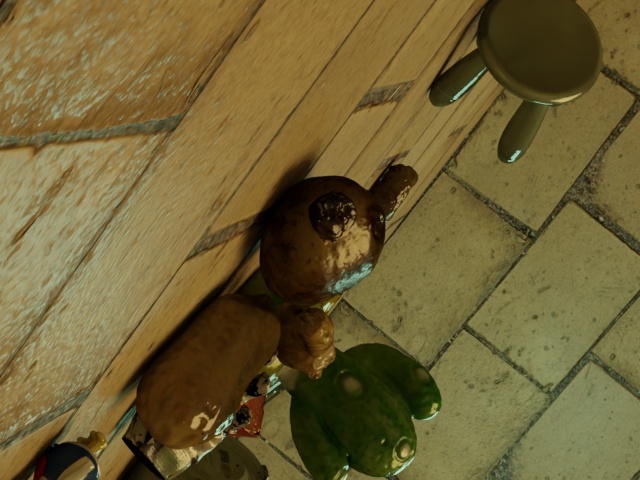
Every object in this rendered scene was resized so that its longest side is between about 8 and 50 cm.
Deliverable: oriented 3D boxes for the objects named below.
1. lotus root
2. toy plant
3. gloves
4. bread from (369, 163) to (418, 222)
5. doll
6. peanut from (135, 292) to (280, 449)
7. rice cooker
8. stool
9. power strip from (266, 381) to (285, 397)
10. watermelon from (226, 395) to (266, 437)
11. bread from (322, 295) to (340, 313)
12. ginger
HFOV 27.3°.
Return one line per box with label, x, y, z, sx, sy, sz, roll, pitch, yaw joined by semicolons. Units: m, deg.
lotus root;0.000;0.000;1.486;0.145;0.128;0.260;-40;170;-15
toy plant;0.001;0.189;1.755;0.224;0.316;0.184;-51;176;-33
gloves;-0.144;0.187;1.616;0.212;0.127;0.111;-46;-178;-20
bread;0.125;-0.088;2.345;0.113;0.060;0.082;-54;175;5
doll;-0.256;0.233;1.247;0.098;0.058;0.143;-29;-170;42
peanut;-0.123;0.143;1.501;0.110;0.120;0.236;-1;-147;33
rice cooker;-0.207;0.424;2.062;0.244;0.226;0.226;-58;173;20
stool;0.300;-0.261;2.005;0.195;0.195;0.199;-49;180;-25
power strip;-0.126;0.272;2.451;0.251;0.092;0.257;-42;173;-14
watermelon;-0.157;0.220;1.873;0.145;0.137;0.193;23;108;-48
bread;-0.034;0.107;2.182;0.161;0.088;0.233;-61;168;30
ginger;-0.021;0.107;1.607;0.067;0.096;0.165;-31;162;-20
